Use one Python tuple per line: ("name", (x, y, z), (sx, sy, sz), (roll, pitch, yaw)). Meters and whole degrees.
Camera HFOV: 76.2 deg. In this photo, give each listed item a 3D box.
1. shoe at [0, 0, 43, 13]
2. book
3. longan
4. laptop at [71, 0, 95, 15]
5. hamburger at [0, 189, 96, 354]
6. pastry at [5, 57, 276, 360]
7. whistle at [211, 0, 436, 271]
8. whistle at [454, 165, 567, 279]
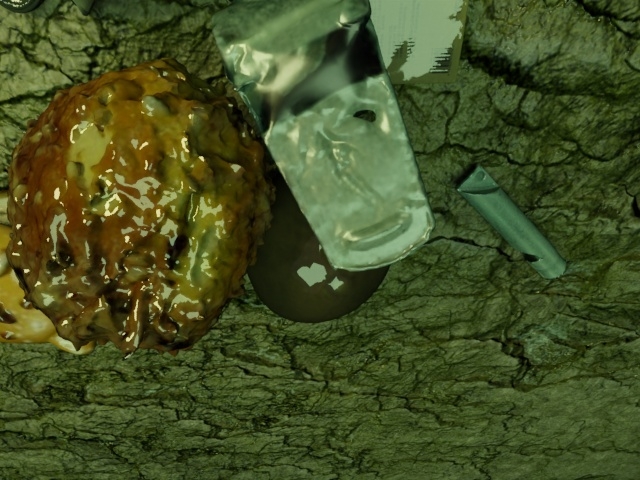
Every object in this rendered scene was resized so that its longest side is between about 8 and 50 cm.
("shoe", (-0.453, -0.382, 0.475), (0.108, 0.093, 0.241), (-37, 120, 20))
("book", (0.095, -0.312, 0.600), (0.231, 0.026, 0.161), (-1, 123, -3))
("longan", (0.000, 0.000, 0.660), (0.258, 0.258, 0.257), (-2, 123, -3))
("laptop", (-0.298, -0.350, 0.424), (0.015, 0.269, 0.187), (-41, 124, -18))
("hamburger", (-0.513, 0.076, 0.715), (0.261, 0.186, 0.302), (-33, 122, 17))
("pastry", (-0.239, -0.022, 0.542), (0.406, 0.337, 0.293), (-5, 164, 38))
("whistle", (0.004, -0.169, 0.488), (0.168, 0.404, 0.188), (-23, 156, 11))
("whistle", (0.372, -0.027, 0.787), (0.312, 0.062, 0.062), (37, 113, -24))
